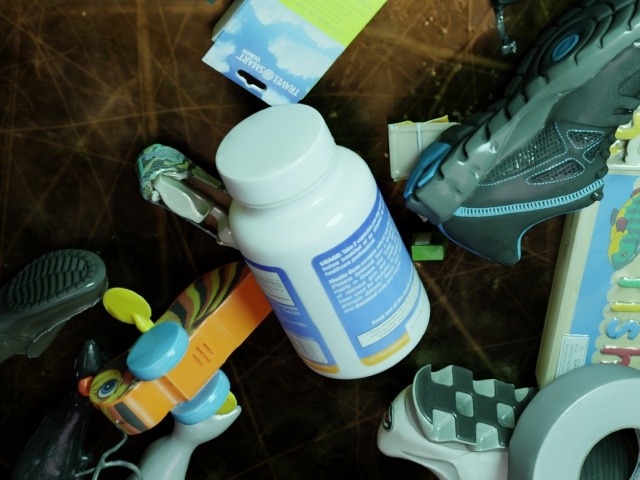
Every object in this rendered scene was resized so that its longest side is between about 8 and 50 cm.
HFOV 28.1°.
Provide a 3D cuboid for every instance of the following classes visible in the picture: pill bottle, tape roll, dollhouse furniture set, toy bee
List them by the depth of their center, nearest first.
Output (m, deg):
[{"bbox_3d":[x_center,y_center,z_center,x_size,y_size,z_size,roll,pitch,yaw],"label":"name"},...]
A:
[{"bbox_3d":[0.000,0.000,1.283,0.152,0.152,0.272,-18,128,10],"label":"pill bottle"},{"bbox_3d":[0.115,-0.059,1.338,0.076,0.058,0.151,-3,105,9],"label":"dollhouse furniture set"},{"bbox_3d":[-0.187,0.136,1.361,0.162,0.298,0.195,3,118,49],"label":"toy bee"},{"bbox_3d":[0.318,0.248,1.406,0.219,0.072,0.219,-3,100,-15],"label":"tape roll"}]

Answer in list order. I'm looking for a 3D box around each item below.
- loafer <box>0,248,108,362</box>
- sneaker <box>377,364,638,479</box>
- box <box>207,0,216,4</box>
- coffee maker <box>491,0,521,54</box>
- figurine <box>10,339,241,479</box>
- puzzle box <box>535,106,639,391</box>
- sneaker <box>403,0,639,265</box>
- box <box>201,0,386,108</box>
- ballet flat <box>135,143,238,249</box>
[{"bbox_3d":[-0.314,0.080,1.394,0.220,0.080,0.078,-24,131,20],"label":"loafer"},{"bbox_3d":[0.219,0.245,1.506,0.331,0.122,0.146,22,139,-17],"label":"sneaker"},{"bbox_3d":[-0.087,-0.270,1.170,0.083,0.052,0.062,-33,118,18],"label":"box"},{"bbox_3d":[0.231,-0.279,1.151,0.178,0.120,0.171,-13,147,8],"label":"coffee maker"},{"bbox_3d":[-0.222,0.228,1.489,0.215,0.092,0.209,24,116,-18],"label":"figurine"},{"bbox_3d":[0.398,0.008,1.375,0.272,0.052,0.408,1,124,-4],"label":"puzzle box"},{"bbox_3d":[0.239,-0.115,1.221,0.140,0.125,0.341,40,119,-14],"label":"sneaker"},{"bbox_3d":[-0.020,-0.216,1.214,0.109,0.042,0.178,32,118,-21],"label":"box"},{"bbox_3d":[-0.113,-0.029,1.326,0.188,0.070,0.070,29,118,-20],"label":"ballet flat"}]
